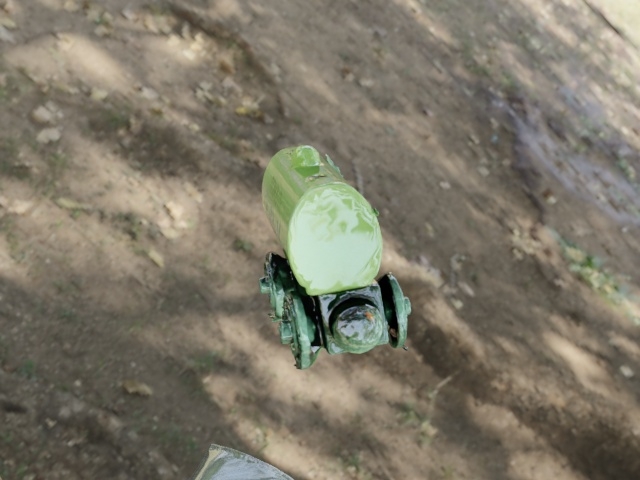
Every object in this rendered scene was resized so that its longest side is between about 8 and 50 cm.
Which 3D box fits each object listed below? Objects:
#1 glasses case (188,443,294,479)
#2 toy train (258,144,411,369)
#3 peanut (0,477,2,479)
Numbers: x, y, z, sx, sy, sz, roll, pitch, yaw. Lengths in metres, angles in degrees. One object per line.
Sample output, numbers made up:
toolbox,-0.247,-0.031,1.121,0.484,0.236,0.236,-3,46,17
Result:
glasses case,-0.147,0.349,1.015,0.128,0.308,0.083,30,-23,30
toy train,0.000,0.000,0.819,0.253,0.105,0.157,-123,-157,-75
peanut,-0.287,0.236,0.765,0.147,0.305,0.147,7,51,-8
